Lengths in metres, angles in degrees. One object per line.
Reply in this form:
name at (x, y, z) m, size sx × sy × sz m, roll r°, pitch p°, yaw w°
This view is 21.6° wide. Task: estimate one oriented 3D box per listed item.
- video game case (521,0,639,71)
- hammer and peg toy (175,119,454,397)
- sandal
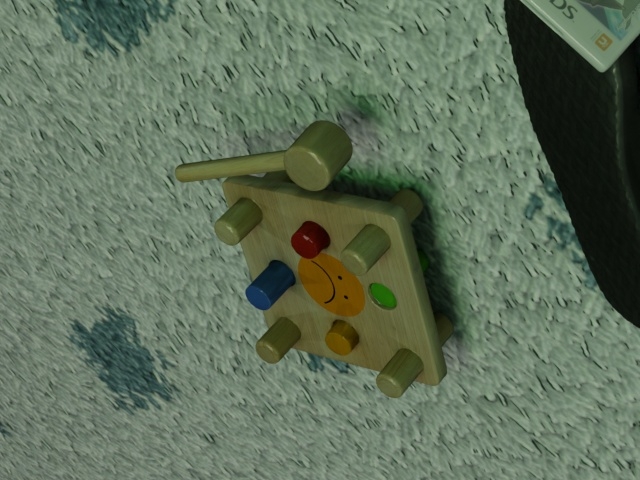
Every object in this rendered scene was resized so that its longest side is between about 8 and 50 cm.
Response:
video game case at (0.236, -0.275, 1.411) m, size 0.183 × 0.201 × 0.023 m, roll 42°, pitch 174°, yaw 0°
hammer and peg toy at (0.000, 0.000, 1.929) m, size 0.266 × 0.127 × 0.361 m, roll 11°, pitch 133°, yaw 36°
sandal at (0.283, -0.110, 1.587) m, size 0.167 × 0.107 × 0.446 m, roll 33°, pitch 152°, yaw 50°
